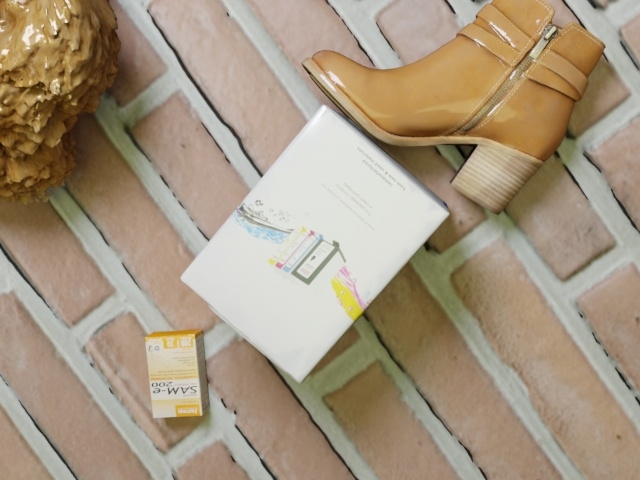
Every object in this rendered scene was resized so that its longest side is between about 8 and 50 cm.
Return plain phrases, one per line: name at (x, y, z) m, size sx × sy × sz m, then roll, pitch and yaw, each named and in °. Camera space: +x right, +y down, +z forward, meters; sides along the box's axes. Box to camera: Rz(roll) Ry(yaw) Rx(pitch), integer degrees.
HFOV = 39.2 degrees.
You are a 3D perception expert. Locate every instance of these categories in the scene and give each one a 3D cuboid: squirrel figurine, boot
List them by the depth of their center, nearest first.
squirrel figurine at (-0.418, -0.213, 0.948) m, size 0.370 × 0.281 × 0.397 m, roll -35°, pitch 88°, yaw 15°
boot at (0.144, -0.186, 0.961) m, size 0.283 × 0.109 × 0.220 m, roll 32°, pitch 99°, yaw 0°

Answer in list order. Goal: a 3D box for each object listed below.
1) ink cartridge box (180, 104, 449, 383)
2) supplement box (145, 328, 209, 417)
ink cartridge box at (0.000, 0.000, 0.965) m, size 0.168 × 0.171 × 0.232 m, roll 41°, pitch 99°, yaw 1°
supplement box at (-0.170, 0.158, 1.065) m, size 0.062 × 0.036 × 0.098 m, roll -5°, pitch 95°, yaw 7°
